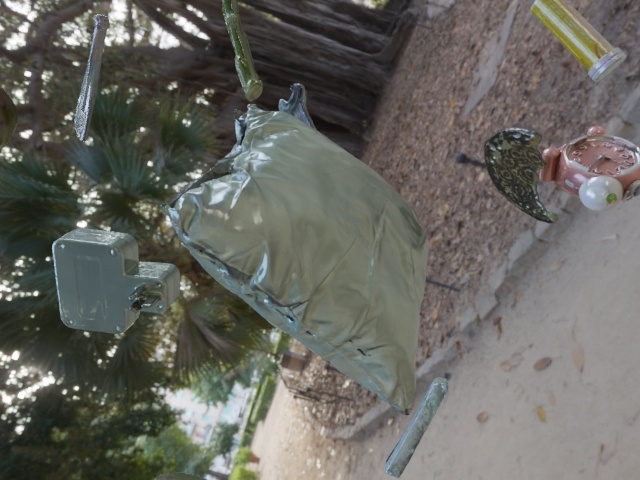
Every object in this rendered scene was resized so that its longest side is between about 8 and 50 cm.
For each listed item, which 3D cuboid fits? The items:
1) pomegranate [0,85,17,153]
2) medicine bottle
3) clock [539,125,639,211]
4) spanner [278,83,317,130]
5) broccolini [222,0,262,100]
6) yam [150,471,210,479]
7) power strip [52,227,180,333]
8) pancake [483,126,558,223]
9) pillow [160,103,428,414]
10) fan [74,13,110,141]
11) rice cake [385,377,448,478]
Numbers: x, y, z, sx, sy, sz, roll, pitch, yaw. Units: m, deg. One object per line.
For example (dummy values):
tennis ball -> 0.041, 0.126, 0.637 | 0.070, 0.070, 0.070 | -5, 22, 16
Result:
pomegranate -> -0.625, -0.209, 0.896 | 0.205, 0.159, 0.159 | 126, 162, -65
medicine bottle -> 0.545, -0.442, 1.082 | 0.073, 0.218, 0.074 | -33, -15, -10
clock -> 0.508, -0.121, 0.917 | 0.162, 0.165, 0.093 | 51, 161, 48
spanner -> -0.003, -0.137, 0.828 | 0.071, 0.017, 0.302 | -39, 61, 28
broccolini -> -0.141, -0.441, 0.918 | 0.074, 0.078, 0.393 | -28, 72, 43
yam -> -0.017, 0.147, 0.202 | 0.069, 0.146, 0.070 | -35, -51, -57
power strip -> -0.469, 0.108, 1.150 | 0.141, 0.260, 0.230 | -76, -8, -69
pancake -> 0.358, -0.117, 0.881 | 0.020, 0.184, 0.190 | -37, -20, -13
pillow -> 0.000, 0.000, 0.539 | 0.138, 0.309, 0.284 | -41, 22, 31
fan -> -0.418, -0.290, 0.914 | 0.282, 0.023, 0.057 | -51, 57, 43
rice cake -> 0.185, 0.354, 0.966 | 0.211, 0.034, 0.043 | -63, -9, 5
